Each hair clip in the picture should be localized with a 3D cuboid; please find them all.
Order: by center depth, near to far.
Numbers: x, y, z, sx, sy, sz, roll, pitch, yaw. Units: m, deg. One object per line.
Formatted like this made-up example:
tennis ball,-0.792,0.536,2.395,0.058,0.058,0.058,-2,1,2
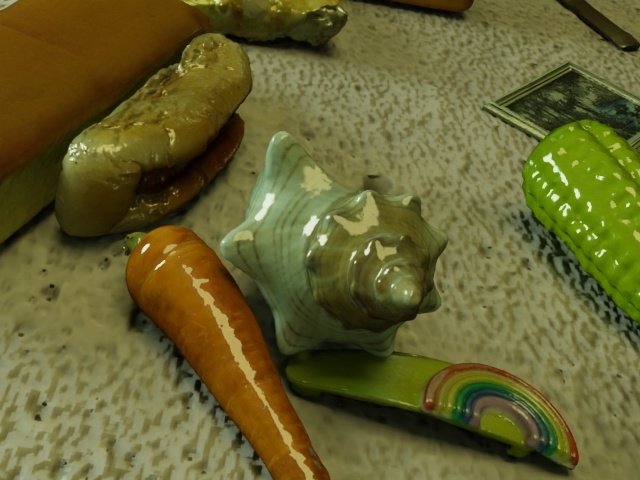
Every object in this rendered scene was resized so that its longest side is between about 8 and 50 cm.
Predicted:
hair clip,0.071,0.095,0.652,0.188,0.033,0.060,14,33,-3

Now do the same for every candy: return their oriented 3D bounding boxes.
candy,0.237,-0.002,0.798,0.097,0.097,0.209,-5,47,-26

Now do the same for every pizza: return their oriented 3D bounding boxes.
pizza,-0.128,-0.258,1.009,0.287,0.075,0.280,-21,49,-40

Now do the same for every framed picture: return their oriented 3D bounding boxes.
framed picture,0.266,-0.128,1.038,0.142,0.011,0.183,34,40,24

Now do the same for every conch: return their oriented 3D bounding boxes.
conch,-0.007,0.005,0.648,0.114,0.137,0.234,-44,42,-20

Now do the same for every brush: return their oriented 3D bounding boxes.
brush,0.322,-0.288,1.257,0.034,0.027,0.190,-9,44,-27

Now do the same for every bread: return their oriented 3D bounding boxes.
bread,-0.215,-0.108,0.776,0.138,0.077,0.361,22,37,10

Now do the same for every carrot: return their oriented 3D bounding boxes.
carrot,-0.047,0.076,0.616,0.061,0.061,0.257,-15,49,-35

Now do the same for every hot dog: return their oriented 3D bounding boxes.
hot dog,-0.107,-0.078,0.772,0.073,0.084,0.242,21,35,9

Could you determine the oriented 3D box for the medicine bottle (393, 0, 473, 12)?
medicine bottle,0.074,-0.350,1.140,0.222,0.149,0.112,8,35,-11
